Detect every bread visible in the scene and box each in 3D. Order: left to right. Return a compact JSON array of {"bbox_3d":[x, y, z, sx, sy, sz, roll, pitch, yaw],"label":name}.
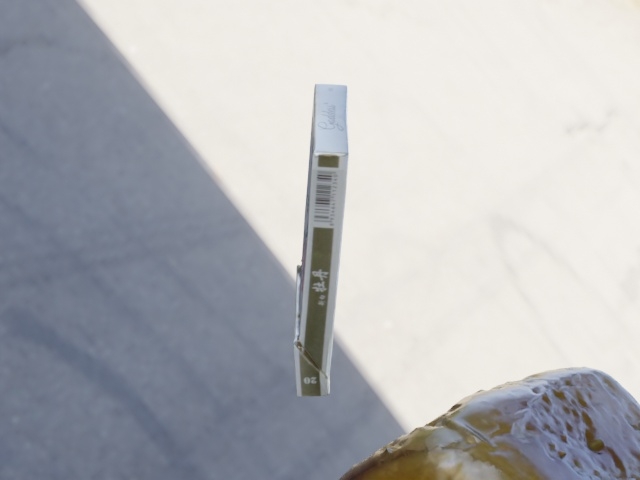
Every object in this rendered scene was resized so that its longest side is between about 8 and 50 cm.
[{"bbox_3d":[0.112,0.188,1.114,0.246,0.195,0.176,-8,59,-56],"label":"bread"}]

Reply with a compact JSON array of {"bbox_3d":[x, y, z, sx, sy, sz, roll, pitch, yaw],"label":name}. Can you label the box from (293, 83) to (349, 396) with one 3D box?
[{"bbox_3d":[0.000,0.000,1.355,0.109,0.029,0.198,-89,-177,-60],"label":"box"}]
